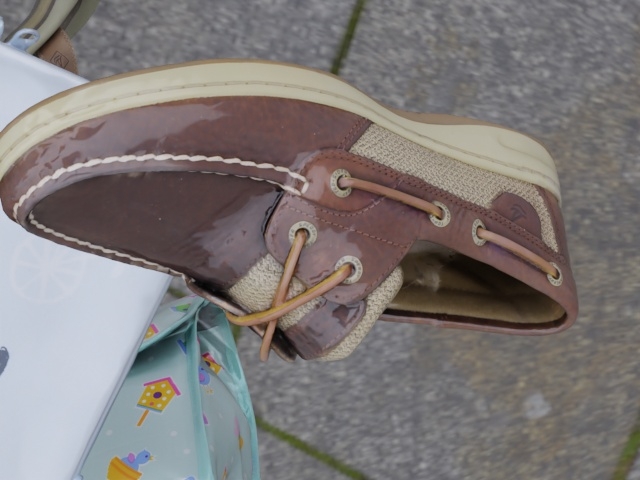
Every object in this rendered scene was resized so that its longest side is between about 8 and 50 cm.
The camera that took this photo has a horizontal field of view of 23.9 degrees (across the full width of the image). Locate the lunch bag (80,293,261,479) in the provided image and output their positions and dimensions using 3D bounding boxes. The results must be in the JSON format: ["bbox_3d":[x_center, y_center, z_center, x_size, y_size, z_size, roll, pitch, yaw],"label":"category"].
[{"bbox_3d":[-0.167,0.162,1.174,0.223,0.160,0.262,-20,46,9],"label":"lunch bag"}]

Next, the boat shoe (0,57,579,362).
[{"bbox_3d":[0.000,0.000,0.767,0.123,0.342,0.123,-39,55,41],"label":"boat shoe"}]

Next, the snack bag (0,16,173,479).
[{"bbox_3d":[-0.253,0.011,0.896,0.342,0.037,0.323,22,102,-21],"label":"snack bag"}]

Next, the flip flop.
[{"bbox_3d":[-0.214,-0.108,1.146,0.080,0.277,0.112,30,140,-8],"label":"flip flop"}]
